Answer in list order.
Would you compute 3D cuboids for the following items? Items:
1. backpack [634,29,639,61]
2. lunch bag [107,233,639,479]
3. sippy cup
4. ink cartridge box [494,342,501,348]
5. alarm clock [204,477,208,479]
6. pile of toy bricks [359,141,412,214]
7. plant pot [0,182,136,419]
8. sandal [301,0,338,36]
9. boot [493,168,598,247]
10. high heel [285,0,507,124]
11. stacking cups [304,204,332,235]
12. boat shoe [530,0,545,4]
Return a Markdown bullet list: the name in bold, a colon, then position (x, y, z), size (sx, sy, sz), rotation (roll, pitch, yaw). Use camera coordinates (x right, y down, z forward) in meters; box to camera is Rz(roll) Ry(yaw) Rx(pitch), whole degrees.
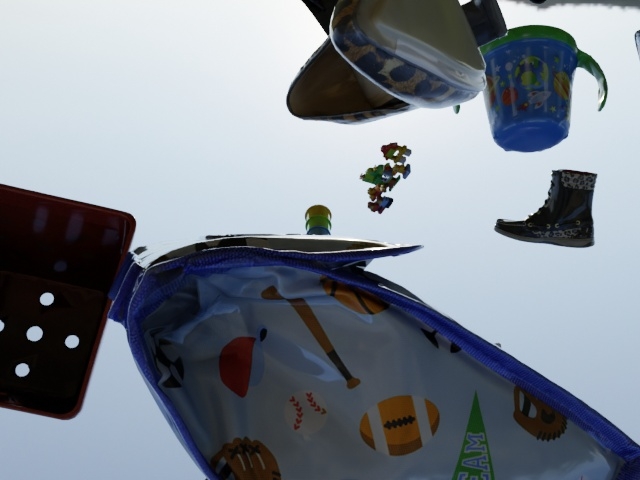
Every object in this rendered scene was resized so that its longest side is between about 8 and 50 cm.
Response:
- **backpack**: position (0.859, -0.423, 1.552), size (0.213, 0.263, 0.276), rotation (-38, -135, 16)
- **lunch bag**: position (0.003, 0.119, 0.584), size (0.239, 0.385, 0.328), rotation (-59, -166, -9)
- **sippy cup**: position (0.471, -0.329, 1.564), size (0.305, 0.224, 0.240), rotation (-14, 156, 38)
- **ink cartridge box**: position (0.343, 0.303, 1.378), size (0.104, 0.181, 0.061), rotation (-18, 159, 40)
- **alarm clock**: position (-0.191, 0.528, 1.369), size (0.192, 0.129, 0.064), rotation (-42, -146, 2)
- **pile of toy bricks**: position (0.160, -0.171, 1.899), size (0.105, 0.212, 0.118), rotation (16, -130, -16)
- **plant pot**: position (-0.407, 0.098, 0.928), size (0.267, 0.236, 0.267), rotation (13, -112, -7)
- **sandal**: position (-0.008, -0.426, 1.029), size (0.446, 0.167, 0.107), rotation (49, -163, 21)
- **boot**: position (0.535, -0.083, 1.629), size (0.236, 0.178, 0.085), rotation (10, -163, 31)
- **high heel**: position (0.013, -0.107, 0.456), size (0.186, 0.093, 0.261), rotation (-20, -173, 29)
- **stacking cups**: position (0.000, 0.000, 2.230), size (0.096, 0.096, 0.316), rotation (-5, -147, 0)
- **boat shoe**: position (0.499, -0.711, 1.718), size (0.127, 0.340, 0.113), rotation (-10, -115, 27)
